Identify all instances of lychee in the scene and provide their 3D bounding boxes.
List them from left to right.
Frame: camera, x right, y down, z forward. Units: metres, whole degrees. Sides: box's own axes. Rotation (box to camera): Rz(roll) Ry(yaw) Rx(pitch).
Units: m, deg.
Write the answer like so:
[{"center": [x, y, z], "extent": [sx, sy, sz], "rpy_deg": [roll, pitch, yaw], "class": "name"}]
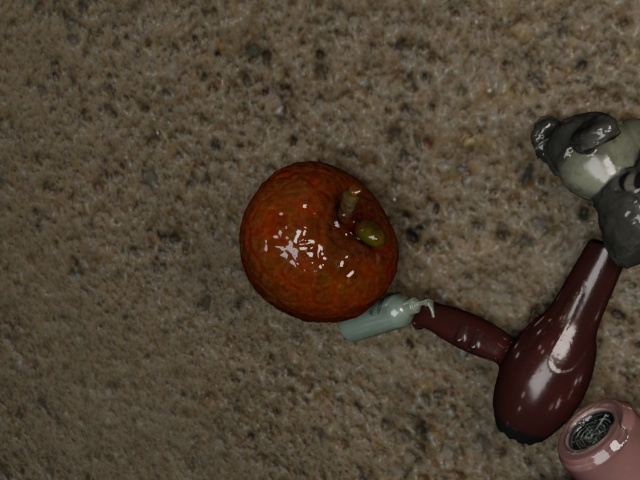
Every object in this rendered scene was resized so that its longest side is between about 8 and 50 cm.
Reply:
[{"center": [0.000, 0.000, 1.423], "extent": [0.300, 0.255, 0.255], "rpy_deg": [-38, 82, 39], "class": "lychee"}]

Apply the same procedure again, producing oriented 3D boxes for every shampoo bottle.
[{"center": [0.106, 0.114, 1.458], "extent": [0.195, 0.056, 0.056], "rpy_deg": [-25, 89, 49], "class": "shampoo bottle"}]

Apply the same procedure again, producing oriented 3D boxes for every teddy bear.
[{"center": [0.399, -0.095, 1.233], "extent": [0.144, 0.171, 0.251], "rpy_deg": [-31, 81, -3], "class": "teddy bear"}]

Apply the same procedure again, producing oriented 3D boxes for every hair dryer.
[{"center": [0.259, 0.105, 1.401], "extent": [0.340, 0.123, 0.312], "rpy_deg": [25, 101, 33], "class": "hair dryer"}, {"center": [0.360, 0.371, 1.363], "extent": [0.210, 0.125, 0.352], "rpy_deg": [47, 133, -13], "class": "hair dryer"}]
